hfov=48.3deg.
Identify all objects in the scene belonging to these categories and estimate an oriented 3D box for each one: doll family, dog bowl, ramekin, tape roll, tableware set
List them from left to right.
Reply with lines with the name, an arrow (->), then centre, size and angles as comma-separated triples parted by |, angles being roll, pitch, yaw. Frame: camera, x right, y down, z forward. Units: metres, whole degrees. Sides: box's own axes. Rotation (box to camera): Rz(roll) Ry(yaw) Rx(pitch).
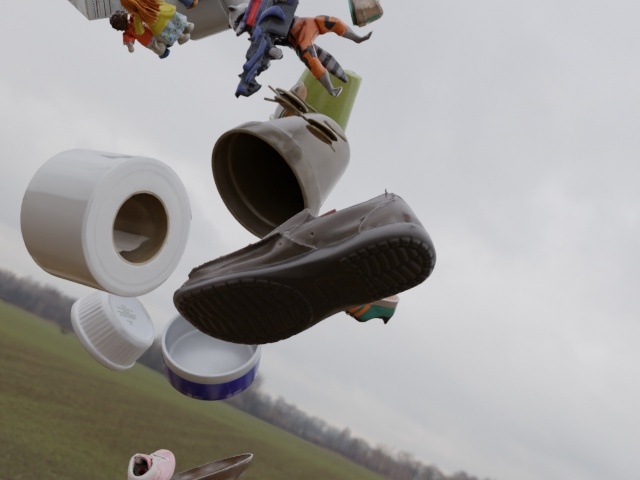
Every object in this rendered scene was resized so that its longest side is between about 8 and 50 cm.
tape roll -> -0.372, -0.035, 1.259 | 0.169, 0.246, 0.246 | 11, -20, 34
ramekin -> -0.636, 0.264, 2.230 | 0.273, 0.127, 0.273 | 52, 11, -15
doll family -> -0.312, -0.491, 1.392 | 0.118, 0.263, 0.163 | 11, -10, 42
dog bowl -> -0.290, 0.294, 1.910 | 0.265, 0.265, 0.104 | 21, -49, 15
tableware set -> -0.037, -0.273, 1.617 | 0.194, 0.039, 0.128 | 38, -5, -33

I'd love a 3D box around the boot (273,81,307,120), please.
boot -> -0.045, -0.322, 2.202 | 0.220, 0.283, 0.109 | 22, 2, -23

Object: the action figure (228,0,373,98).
action figure -> -0.084, -0.458, 1.728 | 0.330, 0.341, 0.178 | 28, -5, -2

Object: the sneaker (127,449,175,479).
sneaker -> -0.277, 0.371, 1.176 | 0.051, 0.070, 0.134 | 12, 21, 12

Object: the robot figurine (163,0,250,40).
robot figurine -> -0.337, -0.754, 2.245 | 0.354, 0.199, 0.300 | -12, 7, 18

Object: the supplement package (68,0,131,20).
supplement package -> -0.557, -0.698, 1.897 | 0.194, 0.203, 0.149 | 43, -38, 41

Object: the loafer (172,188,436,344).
loafer -> -0.024, 0.036, 0.958 | 0.366, 0.130, 0.134 | -16, -50, 16

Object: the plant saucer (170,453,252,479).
plant saucer -> -0.333, 0.667, 1.994 | 0.311, 0.050, 0.310 | -18, -9, -3

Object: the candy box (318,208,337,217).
candy box -> 0.000, 0.000, 2.235 | 0.316, 0.183, 0.087 | 43, 22, -79

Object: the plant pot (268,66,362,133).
plant pot -> 0.006, -0.461, 2.362 | 0.276, 0.254, 0.276 | 24, 18, -9

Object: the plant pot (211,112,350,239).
plant pot -> -0.075, -0.194, 1.872 | 0.323, 0.280, 0.323 | 25, -47, 29

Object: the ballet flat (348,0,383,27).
ballet flat -> 0.114, -0.725, 2.002 | 0.106, 0.316, 0.107 | -15, -26, 7

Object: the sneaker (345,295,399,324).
sneaker -> 0.112, 0.220, 2.424 | 0.302, 0.121, 0.108 | 12, 22, -10
